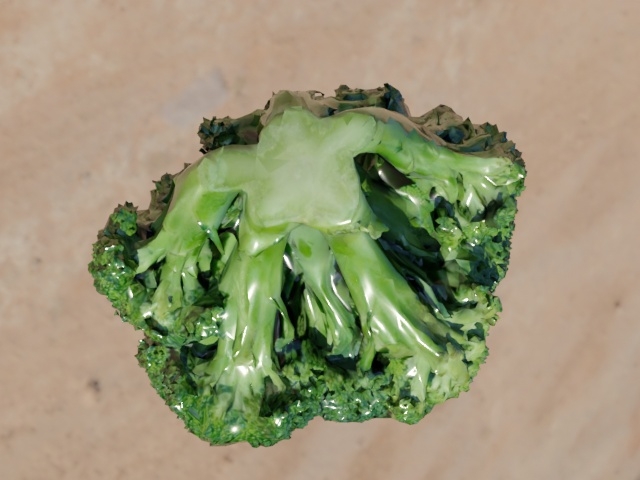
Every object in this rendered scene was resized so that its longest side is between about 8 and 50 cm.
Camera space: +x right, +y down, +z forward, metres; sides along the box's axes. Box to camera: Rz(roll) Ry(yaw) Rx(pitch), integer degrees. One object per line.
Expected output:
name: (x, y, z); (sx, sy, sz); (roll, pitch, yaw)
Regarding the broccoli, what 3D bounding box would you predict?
broccoli: (0.000, 0.000, 1.159); (0.294, 0.265, 0.245); (-31, 157, 1)
